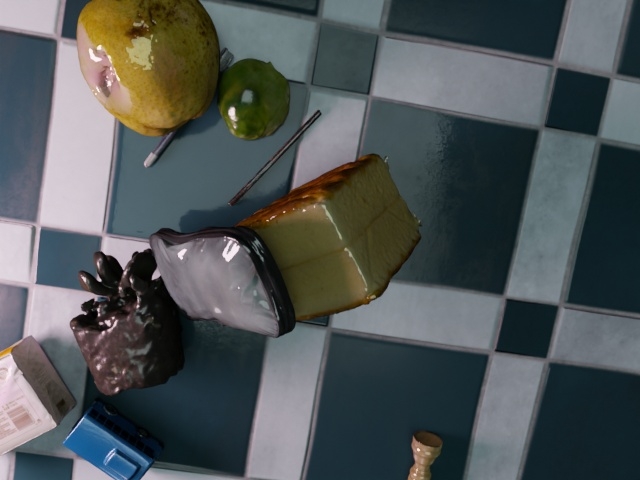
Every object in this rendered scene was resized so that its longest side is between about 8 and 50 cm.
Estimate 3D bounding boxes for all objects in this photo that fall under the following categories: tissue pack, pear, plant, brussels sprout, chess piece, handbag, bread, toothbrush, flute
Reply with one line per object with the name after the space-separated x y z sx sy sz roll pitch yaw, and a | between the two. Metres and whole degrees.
-0.655 0.330 1.180 0.225 0.124 0.185 -27 99 0 | tissue pack
-0.303 -0.323 1.046 0.271 0.271 0.271 -1 98 -4 | pear
-0.376 0.149 1.138 0.188 0.199 0.276 -6 97 3 | plant
-0.130 -0.276 1.128 0.149 0.122 0.151 -34 98 4 | brussels sprout
0.227 0.494 1.299 0.066 0.066 0.122 9 103 -5 | chess piece
-0.181 0.067 0.984 0.075 0.332 0.191 -37 114 -37 | handbag
0.000 0.000 1.058 0.279 0.279 0.207 -19 104 35 | bread
-0.266 -0.264 1.172 0.026 0.024 0.288 35 94 -22 | toothbrush
-0.094 -0.170 1.201 0.014 0.014 0.269 44 94 -9 | flute

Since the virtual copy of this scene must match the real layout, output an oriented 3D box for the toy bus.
-0.431 0.430 1.220 0.185 0.106 0.090 38 92 -8 | toy bus
